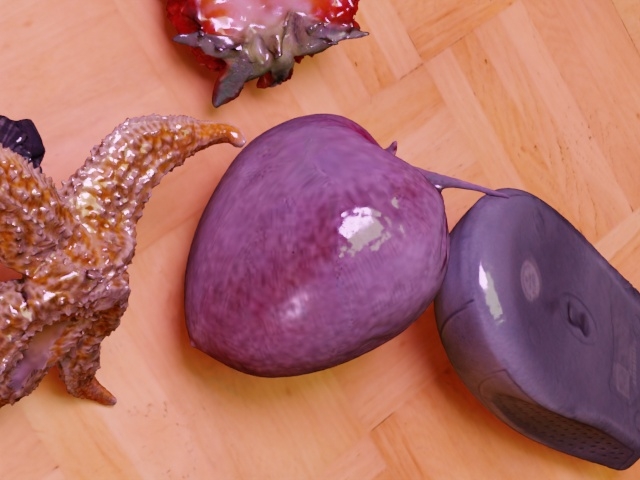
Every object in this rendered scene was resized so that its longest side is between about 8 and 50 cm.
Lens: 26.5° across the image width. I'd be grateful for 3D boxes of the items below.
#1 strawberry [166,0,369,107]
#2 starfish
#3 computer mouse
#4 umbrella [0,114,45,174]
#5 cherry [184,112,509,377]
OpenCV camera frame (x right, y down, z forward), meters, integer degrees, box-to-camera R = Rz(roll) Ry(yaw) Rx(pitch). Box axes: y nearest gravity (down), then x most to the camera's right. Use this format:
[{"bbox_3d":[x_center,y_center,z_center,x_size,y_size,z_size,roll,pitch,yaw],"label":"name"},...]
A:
[{"bbox_3d":[-0.071,-0.240,1.151,0.174,0.098,0.228,-22,83,-14],"label":"strawberry"},{"bbox_3d":[-0.206,0.051,0.954,0.301,0.084,0.293,-10,128,-53],"label":"starfish"},{"bbox_3d":[0.203,0.086,1.238,0.371,0.122,0.188,34,56,-43],"label":"computer mouse"},{"bbox_3d":[-0.352,-0.098,0.953,0.336,0.128,0.154,34,71,-19],"label":"umbrella"},{"bbox_3d":[0.000,0.000,1.092,0.266,0.213,0.183,-36,118,-6],"label":"cherry"}]
